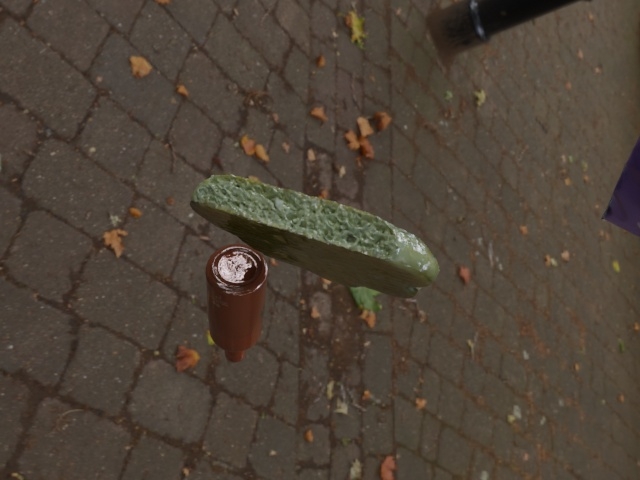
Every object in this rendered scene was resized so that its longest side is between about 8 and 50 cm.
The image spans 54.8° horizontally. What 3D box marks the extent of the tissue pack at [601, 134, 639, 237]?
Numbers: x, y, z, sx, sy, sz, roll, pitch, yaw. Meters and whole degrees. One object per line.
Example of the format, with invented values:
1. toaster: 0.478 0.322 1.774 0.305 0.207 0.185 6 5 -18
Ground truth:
1. tissue pack: 0.444 -0.052 0.488 0.160 0.338 0.242 -34 143 -33

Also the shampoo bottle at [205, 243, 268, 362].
1. shampoo bottle: -0.119 0.104 0.879 0.244 0.085 0.085 101 10 -54

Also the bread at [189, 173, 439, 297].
1. bread: 0.000 0.000 0.698 0.056 0.286 0.207 -67 161 -11
